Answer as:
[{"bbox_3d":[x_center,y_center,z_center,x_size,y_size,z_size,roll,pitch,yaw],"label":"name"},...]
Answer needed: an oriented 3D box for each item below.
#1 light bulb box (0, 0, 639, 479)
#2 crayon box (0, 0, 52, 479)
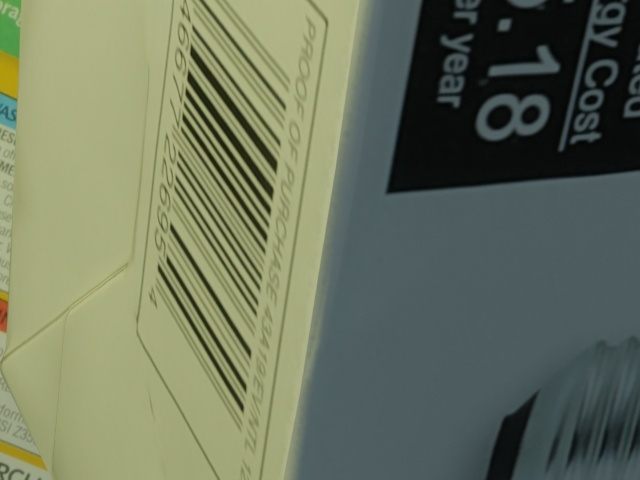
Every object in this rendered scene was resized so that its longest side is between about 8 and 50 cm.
[{"bbox_3d":[0.118,-0.067,0.545,0.361,0.225,0.357,-7,126,-23],"label":"light bulb box"},{"bbox_3d":[-0.124,-0.037,0.693,0.203,0.083,0.323,24,91,-12],"label":"crayon box"}]
